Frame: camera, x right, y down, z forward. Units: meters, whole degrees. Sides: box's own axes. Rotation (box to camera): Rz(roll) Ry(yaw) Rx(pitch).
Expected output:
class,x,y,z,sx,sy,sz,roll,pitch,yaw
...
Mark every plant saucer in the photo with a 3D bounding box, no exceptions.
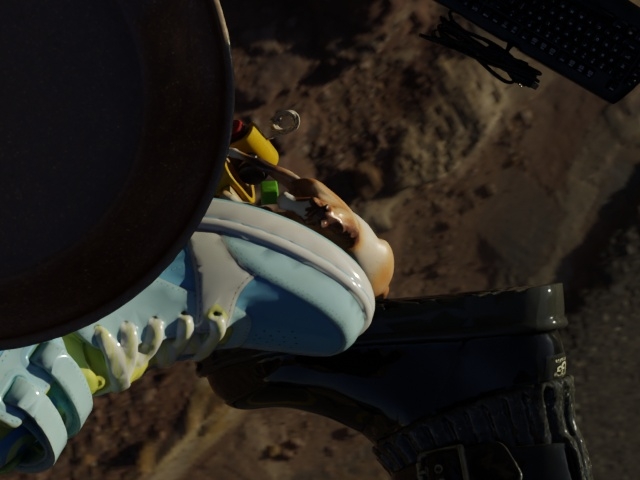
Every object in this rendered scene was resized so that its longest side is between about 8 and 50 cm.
class,x,y,z,sx,sy,sz,roll,pitch,yaw
plant saucer,-0.128,-0.058,0.504,0.198,0.036,0.199,5,78,-24

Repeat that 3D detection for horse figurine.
class,x,y,z,sx,sy,sz,roll,pitch,yaw
horse figurine,0.000,0.000,1.305,0.066,0.174,0.263,-57,144,-16

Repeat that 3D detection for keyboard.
class,x,y,z,sx,sy,sz,roll,pitch,yaw
keyboard,0.148,-0.153,1.017,0.192,0.100,0.038,28,26,-10

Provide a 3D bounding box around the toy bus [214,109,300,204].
class,x,y,z,sx,sy,sz,roll,pitch,yaw
toy bus,-0.136,-0.089,2.057,0.191,0.202,0.104,6,42,-15

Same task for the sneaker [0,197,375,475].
class,x,y,z,sx,sy,sz,roll,pitch,yaw
sneaker,-0.128,0.072,0.893,0.319,0.127,0.208,13,54,-7

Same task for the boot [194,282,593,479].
class,x,y,z,sx,sy,sz,roll,pitch,yaw
boot,0.060,0.180,1.178,0.131,0.348,0.260,-7,89,-63
